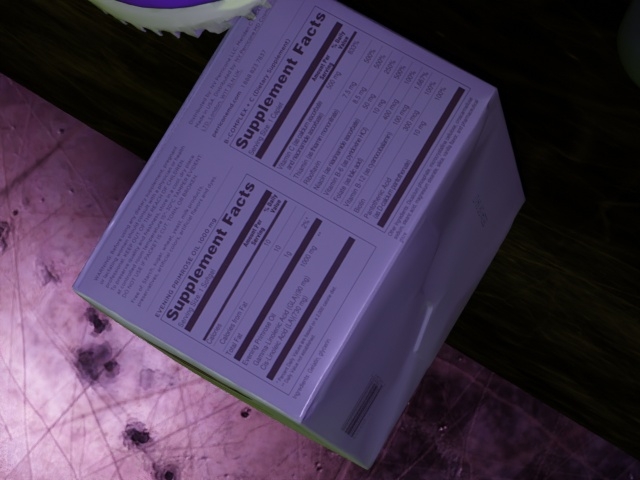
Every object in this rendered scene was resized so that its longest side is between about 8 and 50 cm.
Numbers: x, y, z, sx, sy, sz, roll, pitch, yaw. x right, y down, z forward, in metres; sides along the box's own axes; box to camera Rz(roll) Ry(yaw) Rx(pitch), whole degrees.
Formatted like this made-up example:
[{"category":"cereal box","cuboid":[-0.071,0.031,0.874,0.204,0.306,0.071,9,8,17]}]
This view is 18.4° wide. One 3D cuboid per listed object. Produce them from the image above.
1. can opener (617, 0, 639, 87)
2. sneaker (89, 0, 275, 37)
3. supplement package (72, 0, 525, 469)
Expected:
[{"category":"can opener","cuboid":[0.168,-0.051,0.423,0.076,0.095,0.283,33,174,-27]},{"category":"sneaker","cuboid":[-0.122,-0.176,0.779,0.293,0.102,0.146,26,172,39]},{"category":"supplement package","cuboid":[0.000,0.000,1.132,0.145,0.204,0.262,30,174,14]}]
